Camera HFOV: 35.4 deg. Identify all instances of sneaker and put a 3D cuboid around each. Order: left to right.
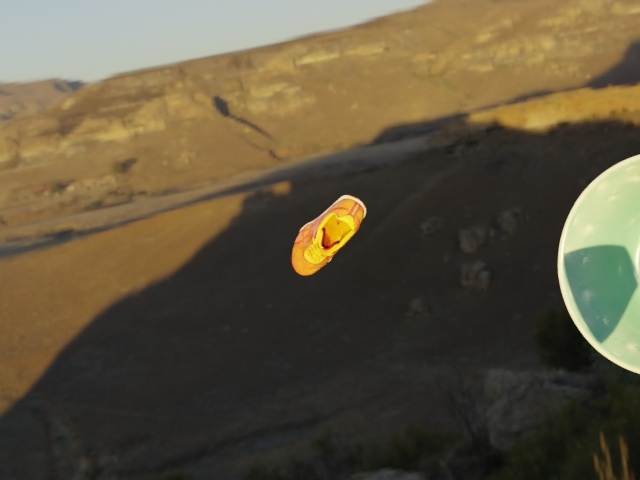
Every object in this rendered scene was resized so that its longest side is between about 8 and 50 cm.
[{"bbox_3d":[0.000,0.000,1.437,0.175,0.064,0.067,-52,3,46],"label":"sneaker"}]

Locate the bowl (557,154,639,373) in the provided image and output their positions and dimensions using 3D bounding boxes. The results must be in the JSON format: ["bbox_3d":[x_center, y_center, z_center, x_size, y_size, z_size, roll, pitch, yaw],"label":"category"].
[{"bbox_3d":[0.517,0.032,1.434,0.311,0.312,0.163,-3,-2,40],"label":"bowl"}]
